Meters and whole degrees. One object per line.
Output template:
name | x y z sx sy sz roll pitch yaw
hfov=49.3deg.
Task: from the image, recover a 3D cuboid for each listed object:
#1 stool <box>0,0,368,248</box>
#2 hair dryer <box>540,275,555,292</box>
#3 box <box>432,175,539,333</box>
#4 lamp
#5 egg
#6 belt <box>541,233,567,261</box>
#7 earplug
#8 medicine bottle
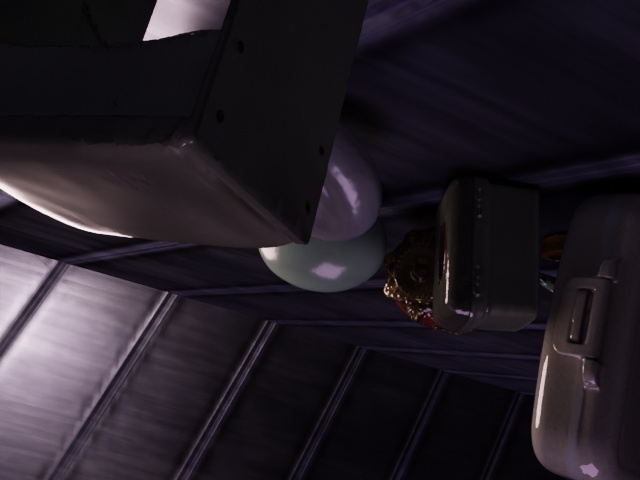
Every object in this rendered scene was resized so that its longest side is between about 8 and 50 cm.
stool | -0.119 -0.150 0.543 0.243 0.270 0.170 5 161 25
hair dryer | 0.465 0.094 1.362 0.150 0.047 0.071 33 153 -24
box | 0.231 0.023 0.981 0.129 0.210 0.148 6 162 1
lamp | 0.218 0.071 1.187 0.177 0.177 0.274 3 172 31
egg | 0.000 0.000 1.149 0.230 0.168 0.168 6 163 33
belt | 0.396 0.014 1.125 0.059 0.036 0.083 19 164 -25
earplug | -0.075 -0.091 0.882 0.325 0.175 0.214 19 157 -22
medicine bottle | 0.393 0.138 0.929 0.122 0.375 0.282 5 163 41
